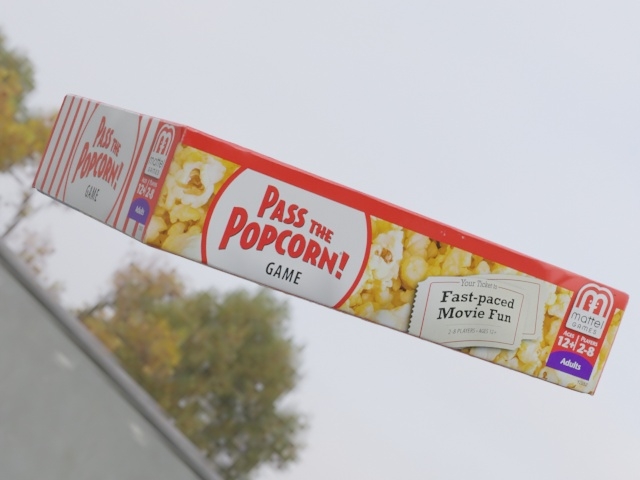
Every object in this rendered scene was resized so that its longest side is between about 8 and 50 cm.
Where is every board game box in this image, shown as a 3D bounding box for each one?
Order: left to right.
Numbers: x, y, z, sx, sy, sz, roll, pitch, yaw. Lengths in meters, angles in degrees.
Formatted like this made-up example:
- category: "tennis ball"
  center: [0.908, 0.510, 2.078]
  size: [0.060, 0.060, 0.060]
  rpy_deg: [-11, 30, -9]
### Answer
- category: "board game box"
  center: [0.000, 0.000, 0.633]
  size: [0.193, 0.045, 0.147]
  rpy_deg: [20, 1, -27]
